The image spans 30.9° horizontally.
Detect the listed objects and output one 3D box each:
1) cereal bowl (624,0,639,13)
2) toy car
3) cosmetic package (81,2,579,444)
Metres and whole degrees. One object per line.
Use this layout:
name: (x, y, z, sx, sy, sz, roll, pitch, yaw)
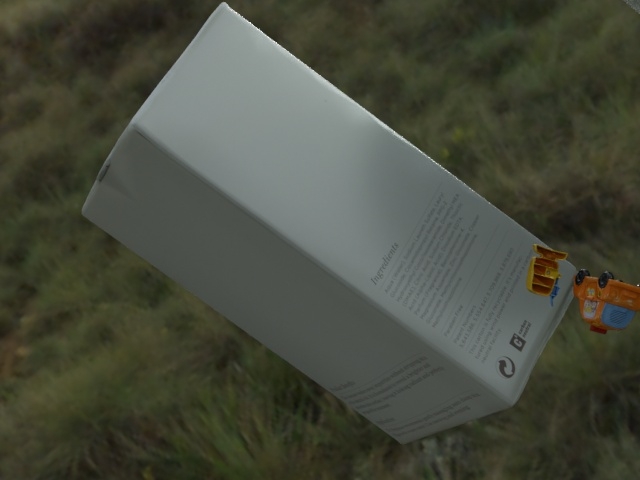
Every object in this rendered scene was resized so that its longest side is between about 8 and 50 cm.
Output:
cereal bowl: (0.368, -0.202, 0.900, 0.141, 0.339, 0.339, -54, 23, 10)
toy car: (0.162, 0.034, 0.755, 0.060, 0.122, 0.041, 11, 85, 56)
cosmetic package: (0.000, 0.000, 1.018, 0.156, 0.385, 0.217, -56, 10, -28)
